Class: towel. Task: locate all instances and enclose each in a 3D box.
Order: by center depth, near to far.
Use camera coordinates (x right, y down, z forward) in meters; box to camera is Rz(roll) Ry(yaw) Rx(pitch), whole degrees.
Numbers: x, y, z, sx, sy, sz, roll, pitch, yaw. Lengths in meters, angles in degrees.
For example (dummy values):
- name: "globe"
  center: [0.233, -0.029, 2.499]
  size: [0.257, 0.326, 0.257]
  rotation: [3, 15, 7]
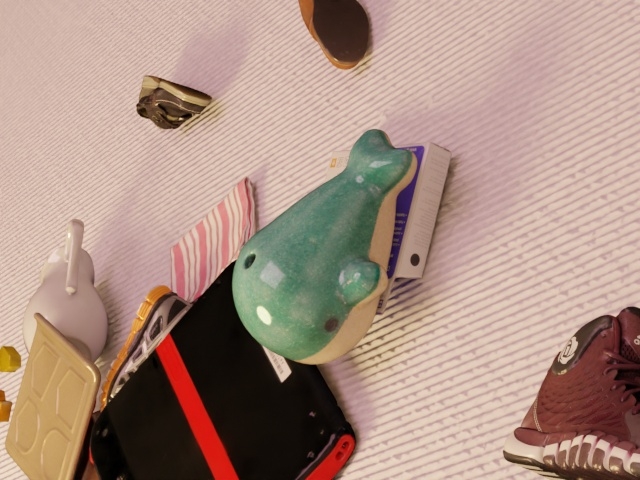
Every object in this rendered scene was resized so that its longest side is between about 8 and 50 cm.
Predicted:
- name: "towel"
  center: [-0.154, 0.017, 2.168]
  size: [0.197, 0.029, 0.144]
  rotation: [-41, 37, 35]

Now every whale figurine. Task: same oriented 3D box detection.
- name: "whale figurine"
  center: [0.000, 0.000, 1.741]
  size: [0.272, 0.141, 0.216]
  rotation: [-62, 31, 11]

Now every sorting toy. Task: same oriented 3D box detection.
- name: "sorting toy"
  center: [-0.390, 0.224, 2.224]
  size: [0.307, 0.041, 0.229]
  rotation: [31, 112, 53]

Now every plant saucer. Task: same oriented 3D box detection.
- name: "plant saucer"
  center: [-0.328, 0.310, 2.199]
  size: [0.168, 0.029, 0.168]
  rotation: [-51, 27, 39]

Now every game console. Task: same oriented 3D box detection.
- name: "game console"
  center: [-0.130, 0.243, 1.915]
  size: [0.342, 0.060, 0.386]
  rotation: [-48, 38, 12]

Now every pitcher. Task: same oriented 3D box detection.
- name: "pitcher"
  center: [-0.376, 0.086, 2.353]
  size: [0.207, 0.125, 0.178]
  rotation: [-98, 16, -51]

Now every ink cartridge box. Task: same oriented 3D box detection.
- name: "ink cartridge box"
  center: [0.055, -0.008, 1.841]
  size: [0.206, 0.045, 0.208]
  rotation: [0, 70, 57]

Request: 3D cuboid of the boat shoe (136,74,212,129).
- name: "boat shoe"
  center: [-0.227, -0.203, 2.400]
  size: [0.223, 0.080, 0.073]
  rotation: [25, 96, 65]

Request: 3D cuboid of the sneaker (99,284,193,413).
- name: "sneaker"
  center: [-0.228, 0.170, 2.122]
  size: [0.083, 0.084, 0.215]
  rotation: [24, 95, 16]

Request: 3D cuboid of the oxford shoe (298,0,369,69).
- name: "oxford shoe"
  center: [0.016, -0.285, 2.103]
  size: [0.212, 0.076, 0.076]
  rotation: [-107, 20, -46]

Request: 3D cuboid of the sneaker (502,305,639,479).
- name: "sneaker"
  center: [0.271, 0.133, 1.350]
  size: [0.281, 0.106, 0.162]
  rotation: [0, 66, 58]
